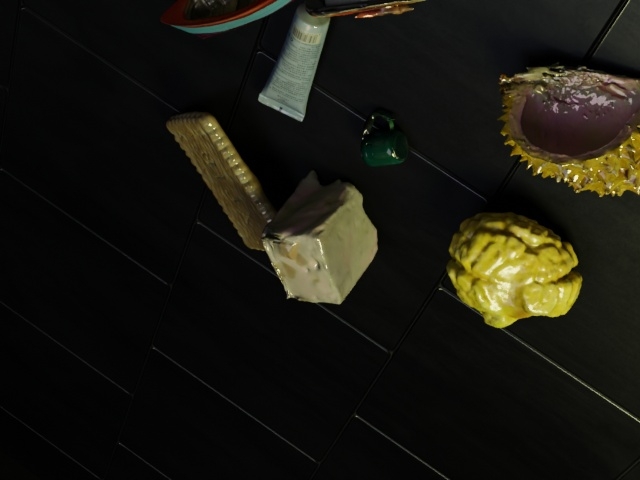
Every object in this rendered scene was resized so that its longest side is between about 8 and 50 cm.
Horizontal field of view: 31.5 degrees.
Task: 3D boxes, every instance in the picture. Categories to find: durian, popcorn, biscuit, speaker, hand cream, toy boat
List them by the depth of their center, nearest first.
[{"bbox_3d":[0.424,-0.140,1.719,0.305,0.186,0.196,0,148,13],"label":"durian"},{"bbox_3d":[-0.120,-0.415,1.885,0.079,0.136,0.392,28,150,-37],"label":"toy boat"},{"bbox_3d":[0.324,0.048,1.932,0.203,0.225,0.201,156,107,-84],"label":"popcorn"},{"bbox_3d":[-0.040,-0.314,1.954,0.091,0.058,0.271,24,141,1],"label":"hand cream"},{"bbox_3d":[0.105,-0.174,1.961,0.075,0.060,0.095,-5,122,37],"label":"speaker"},{"bbox_3d":[-0.170,-0.111,2.190,0.325,0.044,0.217,56,158,-18],"label":"biscuit"}]

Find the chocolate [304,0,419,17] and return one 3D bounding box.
[{"bbox_3d":[0.077,-0.415,1.707,0.221,0.221,0.147,-7,97,40],"label":"chocolate"}]

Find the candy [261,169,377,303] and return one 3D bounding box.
[{"bbox_3d":[0.000,0.000,2.093,0.137,0.195,0.185,2,129,34],"label":"candy"}]

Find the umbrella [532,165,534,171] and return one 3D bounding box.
[{"bbox_3d":[0.342,-0.170,1.808,0.037,0.040,0.144,0,127,21],"label":"umbrella"}]
